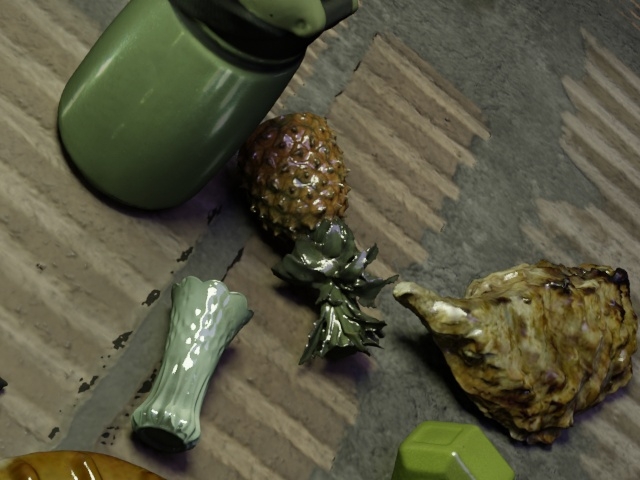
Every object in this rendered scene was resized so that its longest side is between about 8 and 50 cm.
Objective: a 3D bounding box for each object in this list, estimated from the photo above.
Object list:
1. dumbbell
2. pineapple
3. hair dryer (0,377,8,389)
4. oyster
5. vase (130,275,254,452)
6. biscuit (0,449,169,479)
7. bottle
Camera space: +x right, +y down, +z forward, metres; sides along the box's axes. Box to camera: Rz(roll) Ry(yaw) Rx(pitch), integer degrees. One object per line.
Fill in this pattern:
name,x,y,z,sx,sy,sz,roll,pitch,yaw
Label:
dumbbell,0.063,0.279,1.114,0.302,0.121,0.108,-39,118,-45
pineapple,0.000,0.000,1.244,0.125,0.125,0.251,-5,71,-39
hair dryer,-0.353,0.062,0.964,0.255,0.128,0.070,44,45,-38
oyster,0.243,0.115,1.362,0.396,0.111,0.204,-8,71,-44
vase,-0.118,0.114,1.106,0.081,0.081,0.149,30,52,-19
biscuit,-0.179,0.312,0.914,0.332,0.103,0.332,18,54,-28
bottle,-0.099,-0.176,1.112,0.168,0.347,0.168,19,51,-26
